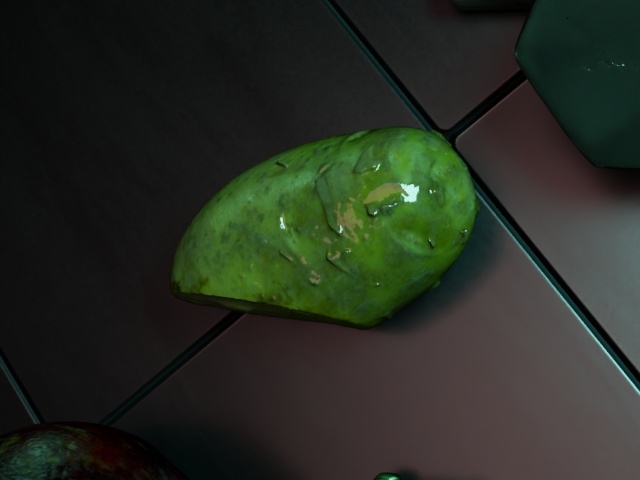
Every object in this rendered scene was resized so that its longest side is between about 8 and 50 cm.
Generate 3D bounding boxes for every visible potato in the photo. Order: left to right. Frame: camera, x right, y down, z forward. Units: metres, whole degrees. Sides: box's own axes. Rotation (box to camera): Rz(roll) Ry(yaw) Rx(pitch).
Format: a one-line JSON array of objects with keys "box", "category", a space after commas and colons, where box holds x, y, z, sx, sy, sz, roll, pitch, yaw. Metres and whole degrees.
[{"box": [0.000, 0.000, 0.983, 0.298, 0.141, 0.176, -21, 63, 23], "category": "potato"}]

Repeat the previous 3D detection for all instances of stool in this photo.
[{"box": [0.277, -0.170, 0.869, 0.232, 0.141, 0.232, 8, 115, 17], "category": "stool"}]

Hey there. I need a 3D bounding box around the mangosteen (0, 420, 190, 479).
[{"box": [-0.239, 0.325, 0.940, 0.359, 0.306, 0.306, -39, 72, 22], "category": "mangosteen"}]

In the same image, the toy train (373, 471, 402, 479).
[{"box": [0.080, 0.289, 0.950, 0.111, 0.071, 0.170, 0, 83, 13], "category": "toy train"}]

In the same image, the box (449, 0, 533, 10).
[{"box": [0.233, -0.262, 0.976, 0.244, 0.055, 0.103, 2, 83, 20], "category": "box"}]
